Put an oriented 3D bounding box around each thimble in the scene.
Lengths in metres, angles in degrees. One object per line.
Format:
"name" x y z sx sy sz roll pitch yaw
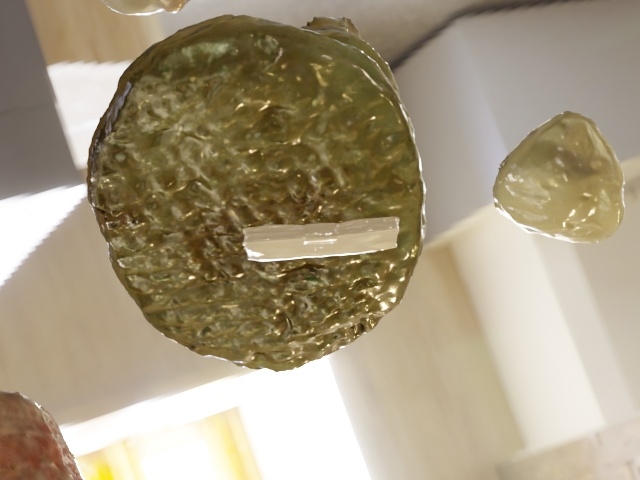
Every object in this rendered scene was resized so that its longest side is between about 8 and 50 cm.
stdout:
"thimble" -0.354 0.289 1.506 0.239 0.162 0.239 -23 140 -20

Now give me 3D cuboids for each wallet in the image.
"wallet" 0.000 0.000 0.768 0.083 0.011 0.044 -4 165 -1

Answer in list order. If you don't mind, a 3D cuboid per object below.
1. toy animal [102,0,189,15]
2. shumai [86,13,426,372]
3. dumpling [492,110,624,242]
"toy animal" -0.220 -0.207 0.680 0.357 0.258 0.194 1 134 -20
"shumai" -0.045 -0.095 1.497 0.324 0.397 0.323 2 -145 8
"dumpling" 0.110 -0.023 0.652 0.077 0.059 0.043 -52 177 32
